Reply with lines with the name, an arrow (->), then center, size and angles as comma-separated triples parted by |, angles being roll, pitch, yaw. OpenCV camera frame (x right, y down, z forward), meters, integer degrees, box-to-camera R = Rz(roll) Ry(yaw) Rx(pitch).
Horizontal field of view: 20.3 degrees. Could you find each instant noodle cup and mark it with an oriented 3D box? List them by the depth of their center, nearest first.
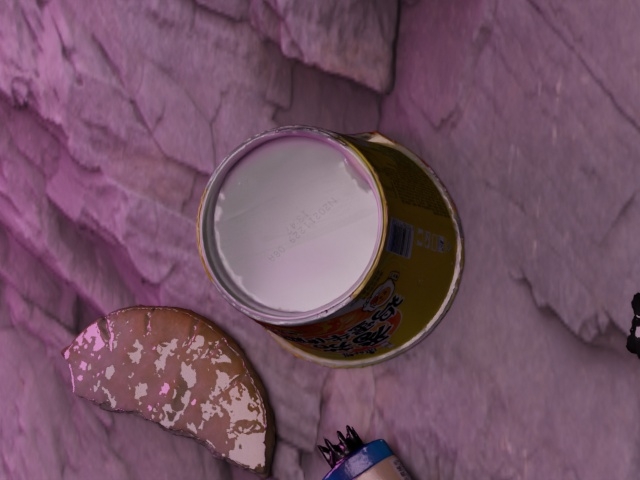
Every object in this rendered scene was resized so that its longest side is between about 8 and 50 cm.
instant noodle cup -> 0.000, 0.000, 1.866 | 0.264, 0.200, 0.264 | -3, 82, 19

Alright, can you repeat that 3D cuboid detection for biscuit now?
biscuit -> -0.160, 0.147, 1.985 | 0.289, 0.038, 0.141 | 22, 89, 21

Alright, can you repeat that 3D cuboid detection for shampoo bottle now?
shampoo bottle -> 0.063, 0.278, 1.878 | 0.087, 0.050, 0.183 | -39, 71, 13

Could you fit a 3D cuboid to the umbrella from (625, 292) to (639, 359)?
umbrella -> 0.423, 0.094, 1.780 | 0.235, 0.059, 0.066 | 5, 106, 18
